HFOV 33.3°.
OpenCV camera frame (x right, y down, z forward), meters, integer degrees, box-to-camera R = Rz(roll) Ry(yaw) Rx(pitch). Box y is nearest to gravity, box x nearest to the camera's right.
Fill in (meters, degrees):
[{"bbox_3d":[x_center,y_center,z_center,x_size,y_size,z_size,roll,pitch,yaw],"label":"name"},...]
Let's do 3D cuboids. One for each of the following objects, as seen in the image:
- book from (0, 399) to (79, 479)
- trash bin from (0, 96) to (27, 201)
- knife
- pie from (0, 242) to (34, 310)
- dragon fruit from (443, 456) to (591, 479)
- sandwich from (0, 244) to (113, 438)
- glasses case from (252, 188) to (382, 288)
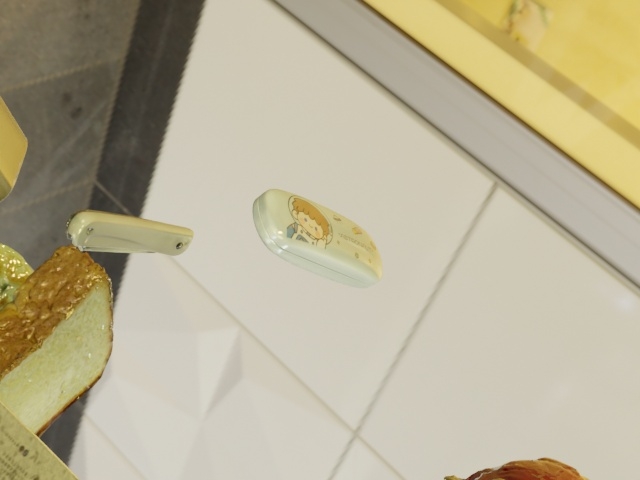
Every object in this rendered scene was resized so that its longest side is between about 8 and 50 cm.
[{"bbox_3d":[-0.362,0.284,0.940,0.310,0.021,0.217,-53,143,-24],"label":"book"},{"bbox_3d":[-0.587,-0.180,1.629,0.250,0.219,0.219,64,23,-44],"label":"trash bin"},{"bbox_3d":[-0.325,-0.007,1.839,0.265,0.040,0.073,6,115,-52],"label":"knife"},{"bbox_3d":[-0.530,0.115,1.648,0.240,0.240,0.054,-44,-162,-13],"label":"pie"},{"bbox_3d":[0.238,0.371,1.195,0.244,0.244,0.299,-45,144,-9],"label":"dragon fruit"},{"bbox_3d":[-0.401,0.178,1.410,0.301,0.099,0.271,-47,166,-36],"label":"sandwich"},{"bbox_3d":[0.000,0.000,1.079,0.045,0.067,0.178,-34,144,29],"label":"glasses case"}]
